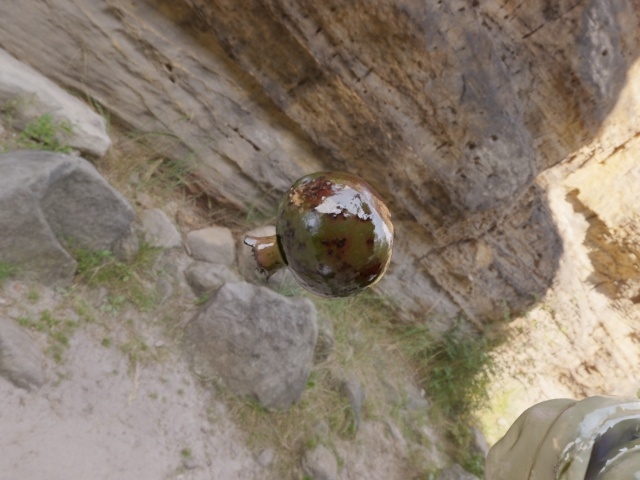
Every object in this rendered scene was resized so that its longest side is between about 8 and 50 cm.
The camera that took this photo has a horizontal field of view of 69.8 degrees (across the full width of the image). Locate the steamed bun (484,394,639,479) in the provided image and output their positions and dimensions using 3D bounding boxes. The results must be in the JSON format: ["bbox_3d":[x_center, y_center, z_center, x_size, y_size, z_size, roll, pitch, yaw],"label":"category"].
[{"bbox_3d":[0.402,0.381,0.585,0.247,0.339,0.352,75,23,-70],"label":"steamed bun"}]

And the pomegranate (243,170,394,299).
[{"bbox_3d":[0.008,-0.001,0.428,0.130,0.130,0.130,53,8,-11],"label":"pomegranate"}]
